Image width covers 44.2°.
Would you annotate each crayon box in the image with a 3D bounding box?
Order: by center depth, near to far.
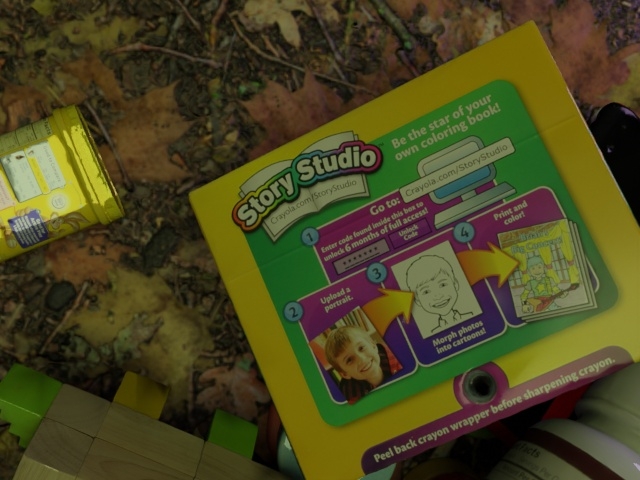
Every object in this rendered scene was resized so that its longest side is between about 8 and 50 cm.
[{"bbox_3d":[0.100,0.021,0.751,0.363,0.106,0.313,-25,79,9],"label":"crayon box"}]

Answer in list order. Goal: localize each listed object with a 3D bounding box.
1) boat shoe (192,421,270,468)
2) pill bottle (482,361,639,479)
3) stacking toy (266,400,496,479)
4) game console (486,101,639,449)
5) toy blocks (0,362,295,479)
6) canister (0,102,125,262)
[{"bbox_3d":[-0.082,0.281,0.866,0.072,0.068,0.190,-43,101,5],"label":"boat shoe"},{"bbox_3d":[0.223,0.308,0.719,0.392,0.224,0.224,-44,101,-11],"label":"pill bottle"},{"bbox_3d":[0.116,0.207,0.868,0.309,0.130,0.279,30,87,-12],"label":"stacking toy"},{"bbox_3d":[0.333,0.089,0.904,0.342,0.060,0.386,43,74,-16],"label":"game console"},{"bbox_3d":[-0.171,0.312,0.773,0.381,0.191,0.261,25,119,-9],"label":"toy blocks"},{"bbox_3d":[-0.302,-0.049,0.794,0.170,0.073,0.126,-23,97,-8],"label":"canister"}]
